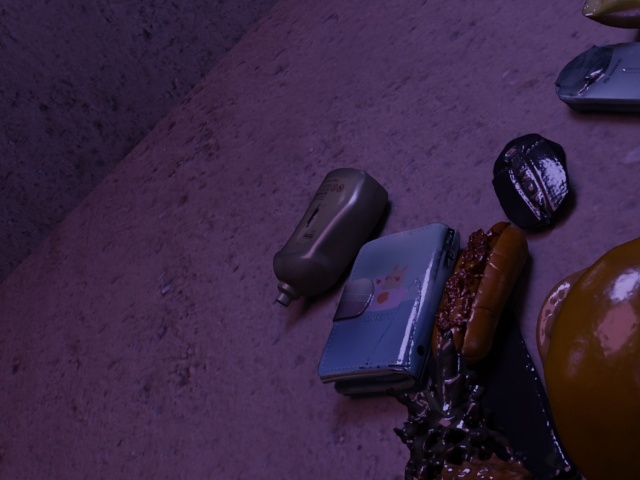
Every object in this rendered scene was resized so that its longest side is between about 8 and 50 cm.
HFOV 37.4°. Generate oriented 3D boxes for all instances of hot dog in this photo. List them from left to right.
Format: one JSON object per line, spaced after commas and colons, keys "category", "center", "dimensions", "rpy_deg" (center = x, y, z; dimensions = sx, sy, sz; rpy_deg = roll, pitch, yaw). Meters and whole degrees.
{"category": "hot dog", "center": [0.198, 0.059, 1.212], "dimensions": [0.102, 0.076, 0.249], "rpy_deg": [-30, 21, 47]}

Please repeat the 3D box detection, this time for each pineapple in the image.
{"category": "pineapple", "center": [0.148, 0.240, 0.966], "dimensions": [0.169, 0.169, 0.341], "rpy_deg": [-39, 42, 21]}

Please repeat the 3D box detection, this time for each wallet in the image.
{"category": "wallet", "center": [0.100, 0.098, 1.349], "dimensions": [0.176, 0.075, 0.251], "rpy_deg": [-15, 43, 43]}
{"category": "wallet", "center": [0.203, 0.203, 1.120], "dimensions": [0.146, 0.030, 0.285], "rpy_deg": [-40, 29, 21]}

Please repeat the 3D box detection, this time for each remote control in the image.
{"category": "remote control", "center": [0.420, -0.220, 1.286], "dimensions": [0.104, 0.052, 0.247], "rpy_deg": [-54, 27, -9]}

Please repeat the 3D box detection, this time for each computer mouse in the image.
{"category": "computer mouse", "center": [0.289, -0.094, 1.316], "dimensions": [0.105, 0.062, 0.192], "rpy_deg": [-38, 29, 23]}

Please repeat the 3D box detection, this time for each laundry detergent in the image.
{"category": "laundry detergent", "center": [0.000, 0.000, 1.597], "dimensions": [0.253, 0.091, 0.181], "rpy_deg": [-57, 27, -11]}

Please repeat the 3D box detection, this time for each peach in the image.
{"category": "peach", "center": [0.315, 0.117, 0.831], "dimensions": [0.251, 0.251, 0.153], "rpy_deg": [-50, 21, 1]}

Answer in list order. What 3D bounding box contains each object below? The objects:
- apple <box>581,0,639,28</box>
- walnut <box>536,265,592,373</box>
{"category": "apple", "center": [0.503, -0.390, 1.306], "dimensions": [0.193, 0.120, 0.265], "rpy_deg": [11, 67, 45]}
{"category": "walnut", "center": [0.298, 0.099, 0.978], "dimensions": [0.166, 0.149, 0.166], "rpy_deg": [-42, -16, -15]}
